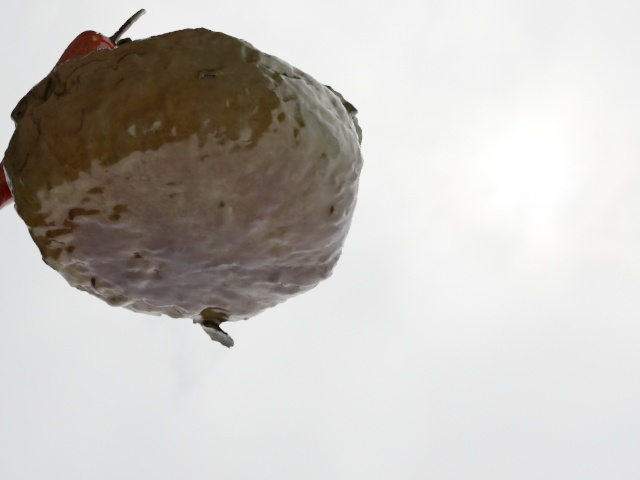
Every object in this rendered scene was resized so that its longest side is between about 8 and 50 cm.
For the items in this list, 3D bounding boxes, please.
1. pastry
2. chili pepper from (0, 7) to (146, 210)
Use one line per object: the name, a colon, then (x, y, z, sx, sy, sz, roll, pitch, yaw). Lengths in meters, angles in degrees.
pastry: (-0.120, -0.045, 0.991, 0.329, 0.329, 0.136, -29, -133, 33)
chili pepper: (-0.253, -0.134, 1.127, 0.272, 0.063, 0.071, -58, 170, -21)
